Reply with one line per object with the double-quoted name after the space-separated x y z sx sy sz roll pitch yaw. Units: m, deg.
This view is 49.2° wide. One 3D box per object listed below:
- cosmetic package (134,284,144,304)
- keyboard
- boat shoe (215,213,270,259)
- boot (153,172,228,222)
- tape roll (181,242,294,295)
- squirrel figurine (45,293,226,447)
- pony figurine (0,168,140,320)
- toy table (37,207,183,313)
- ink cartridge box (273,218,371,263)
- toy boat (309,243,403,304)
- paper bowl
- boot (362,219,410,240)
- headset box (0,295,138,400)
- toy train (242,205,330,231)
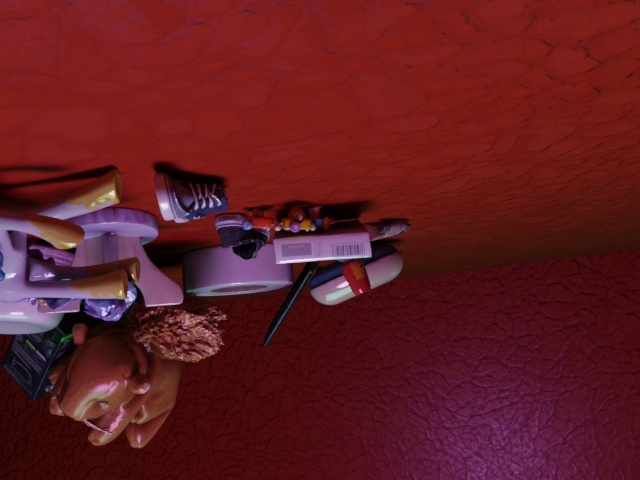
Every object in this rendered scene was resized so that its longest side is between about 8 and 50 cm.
-0.408 0.159 1.816 0.127 0.107 0.238 47 171 -25 "cosmetic package"
-0.062 0.127 1.844 0.317 0.033 0.201 -58 179 33 "keyboard"
-0.151 0.001 1.403 0.080 0.076 0.228 -7 171 6 "boat shoe"
-0.184 -0.067 1.014 0.086 0.069 0.190 -12 180 -3 "boot"
-0.211 0.078 1.795 0.286 0.100 0.286 -6 171 -1 "tape roll"
-0.401 0.238 1.485 0.397 0.281 0.370 -45 171 -14 "squirrel figurine"
-0.456 0.041 1.002 0.364 0.302 0.351 -2 139 -5 "pony figurine"
-0.384 0.046 1.277 0.252 0.160 0.274 -5 172 -5 "toy table"
0.000 0.000 1.390 0.181 0.056 0.224 -5 -174 -1 "ink cartridge box"
0.085 0.066 1.810 0.268 0.148 0.318 -23 174 1 "toy boat"
-0.635 0.107 1.436 0.284 0.148 0.284 -2 163 -1 "paper bowl"
0.142 -0.020 1.581 0.087 0.042 0.118 -1 170 -43 "boot"
-0.615 0.216 1.728 0.283 0.131 0.246 -55 167 31 "headset box"
-0.058 -0.043 1.302 0.125 0.046 0.166 6 -173 43 "toy train"
